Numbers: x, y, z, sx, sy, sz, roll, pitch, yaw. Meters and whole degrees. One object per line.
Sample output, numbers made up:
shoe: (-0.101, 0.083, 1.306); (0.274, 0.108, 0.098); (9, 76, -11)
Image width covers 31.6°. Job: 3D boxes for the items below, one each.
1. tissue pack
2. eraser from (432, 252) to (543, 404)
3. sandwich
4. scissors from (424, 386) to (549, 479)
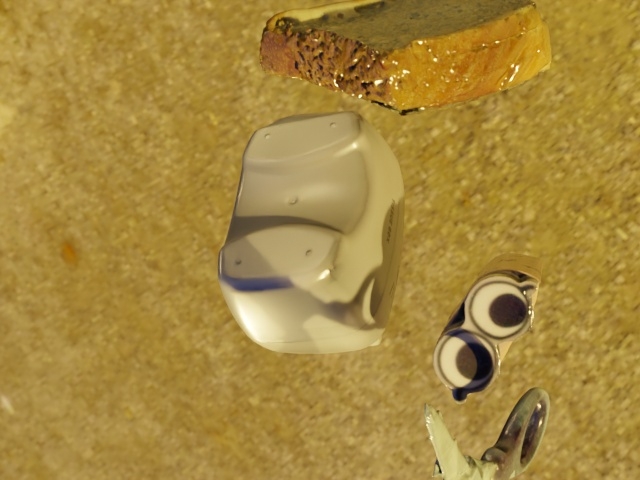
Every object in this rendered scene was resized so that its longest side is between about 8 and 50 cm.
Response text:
tissue pack: (0.000, 0.000, 1.606); (0.230, 0.333, 0.236); (-6, 142, 23)
eraser: (0.215, 0.099, 1.437); (0.087, 0.290, 0.171); (31, 100, 9)
sandwich: (0.089, -0.202, 1.185); (0.251, 0.226, 0.087); (28, 133, 53)
scissors: (0.133, 0.222, 1.018); (0.029, 0.256, 0.383); (17, 168, 26)
